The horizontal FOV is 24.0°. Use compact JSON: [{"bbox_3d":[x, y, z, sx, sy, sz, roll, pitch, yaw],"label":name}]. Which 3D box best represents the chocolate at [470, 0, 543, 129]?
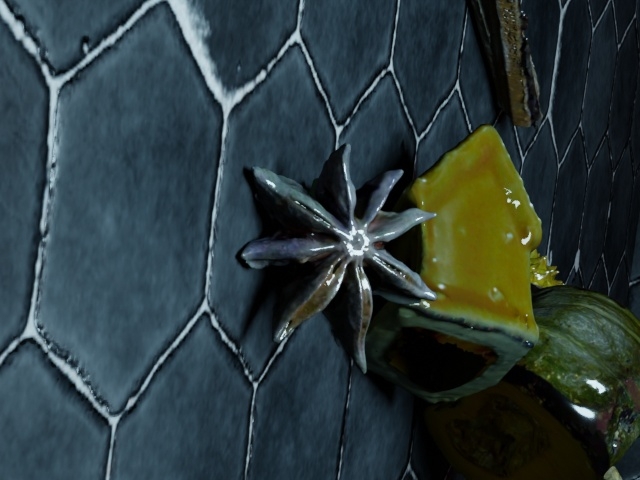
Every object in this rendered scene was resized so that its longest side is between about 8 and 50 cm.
[{"bbox_3d":[0.218,-0.247,1.776,0.329,0.065,0.102,63,20,-59],"label":"chocolate"}]

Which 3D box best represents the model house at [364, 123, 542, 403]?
[{"bbox_3d":[0.121,0.019,1.520,0.268,0.173,0.239,126,-30,-63],"label":"model house"}]

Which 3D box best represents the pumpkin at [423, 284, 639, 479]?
[{"bbox_3d":[0.284,0.177,1.702,0.232,0.242,0.325,-39,177,-22],"label":"pumpkin"}]

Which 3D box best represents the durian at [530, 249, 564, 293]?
[{"bbox_3d":[0.213,0.048,1.818,0.132,0.165,0.182,-48,121,-2],"label":"durian"}]

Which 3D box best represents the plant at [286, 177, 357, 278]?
[{"bbox_3d":[0.000,0.000,1.297,0.051,0.051,0.102,31,74,-68],"label":"plant"}]

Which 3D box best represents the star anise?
[{"bbox_3d":[0.012,0.014,1.243,0.205,0.061,0.180,14,86,-33],"label":"star anise"}]
